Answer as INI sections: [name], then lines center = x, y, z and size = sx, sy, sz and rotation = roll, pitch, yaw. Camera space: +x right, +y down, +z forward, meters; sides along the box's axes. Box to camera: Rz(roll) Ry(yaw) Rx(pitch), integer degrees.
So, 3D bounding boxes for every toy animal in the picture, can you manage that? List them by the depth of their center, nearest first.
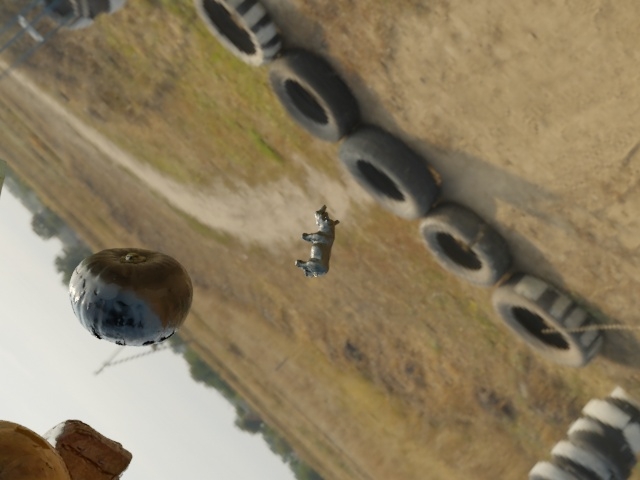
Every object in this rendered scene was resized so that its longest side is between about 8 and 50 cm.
[toy animal]
center = 0.000, 0.000, 1.608
size = 0.065, 0.135, 0.047
rotation = -2, 160, 44

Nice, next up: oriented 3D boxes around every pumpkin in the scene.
[pumpkin]
center = -0.363, 0.102, 1.677
size = 0.233, 0.163, 0.233
rotation = 8, -160, -3

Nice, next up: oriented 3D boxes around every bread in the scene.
[bread]
center = -0.414, 0.394, 1.379
size = 0.135, 0.232, 0.247
rotation = 46, 170, -14

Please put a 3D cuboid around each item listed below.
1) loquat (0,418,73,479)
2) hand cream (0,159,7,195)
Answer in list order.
[loquat]
center = -0.453, 0.362, 1.144
size = 0.263, 0.263, 0.263
rotation = 42, 169, 10
[hand cream]
center = -0.442, 0.048, 1.038
size = 0.067, 0.320, 0.109
rotation = 2, 171, 27
